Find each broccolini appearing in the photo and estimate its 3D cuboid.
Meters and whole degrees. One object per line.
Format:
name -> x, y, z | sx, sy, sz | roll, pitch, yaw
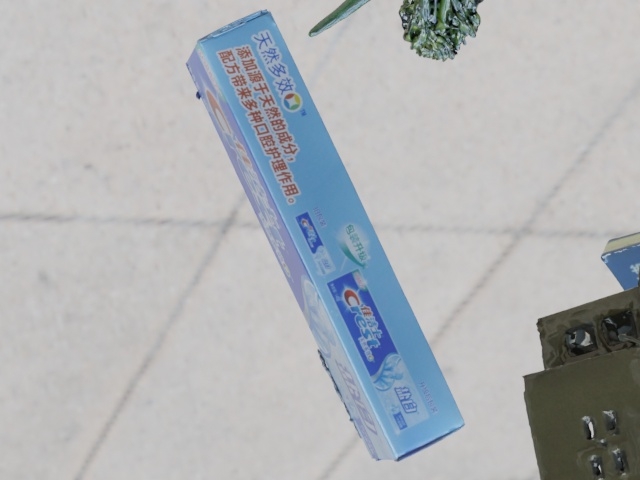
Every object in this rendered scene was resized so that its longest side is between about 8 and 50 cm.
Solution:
broccolini -> 0.102, -0.206, 1.247 | 0.091, 0.068, 0.202 | -47, 169, -21

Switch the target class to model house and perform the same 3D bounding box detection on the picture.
model house -> 0.289, 0.107, 1.168 | 0.243, 0.204, 0.211 | -18, 162, 25

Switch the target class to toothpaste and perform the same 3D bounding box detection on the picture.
toothpaste -> 0.000, 0.000, 1.000 | 0.053, 0.272, 0.066 | -25, 179, -11

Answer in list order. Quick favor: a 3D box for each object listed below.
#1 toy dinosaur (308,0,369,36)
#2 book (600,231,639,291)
toy dinosaur -> 0.195, -0.269, 1.268 | 0.447, 0.301, 0.087 | -49, 133, 8
book -> 0.537, 0.053, 1.680 | 0.428, 0.039, 0.300 | -20, 124, 36
